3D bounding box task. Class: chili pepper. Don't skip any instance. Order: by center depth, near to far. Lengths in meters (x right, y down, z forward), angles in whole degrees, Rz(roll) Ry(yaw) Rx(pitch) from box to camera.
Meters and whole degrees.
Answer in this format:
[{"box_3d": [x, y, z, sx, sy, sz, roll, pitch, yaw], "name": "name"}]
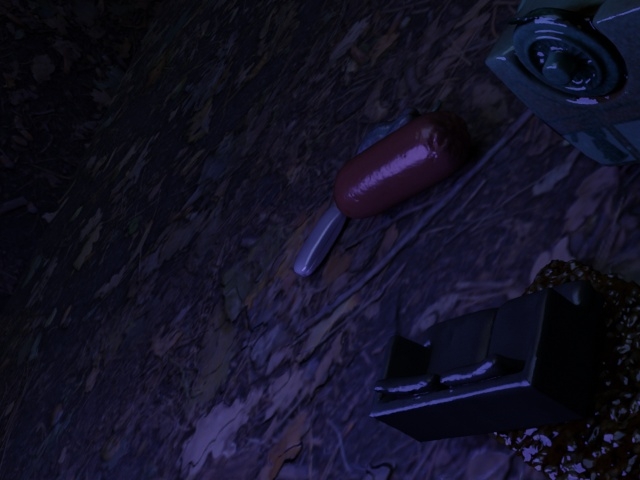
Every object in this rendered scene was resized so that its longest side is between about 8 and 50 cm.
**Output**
[{"box_3d": [0.063, -0.096, 0.930, 0.153, 0.041, 0.050, -32, -10, 41], "name": "chili pepper"}]

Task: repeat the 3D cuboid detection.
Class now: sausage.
[{"box_3d": [0.074, -0.069, 0.846, 0.154, 0.062, 0.062, -29, 34, 46], "name": "sausage"}]

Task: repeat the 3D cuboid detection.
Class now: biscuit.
[{"box_3d": [0.165, 0.083, 0.519, 0.131, 0.025, 0.231, -56, 23, -4], "name": "biscuit"}]

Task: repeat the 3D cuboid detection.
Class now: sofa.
[{"box_3d": [0.094, 0.069, 0.563, 0.147, 0.060, 0.085, -26, 38, 53], "name": "sofa"}]

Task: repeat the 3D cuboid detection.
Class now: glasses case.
[{"box_3d": [0.000, 0.000, 0.939, 0.083, 0.021, 0.032, -59, 26, -10], "name": "glasses case"}]

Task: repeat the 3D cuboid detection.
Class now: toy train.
[{"box_3d": [0.238, -0.133, 0.514, 0.129, 0.159, 0.326, -59, 20, -16], "name": "toy train"}]
